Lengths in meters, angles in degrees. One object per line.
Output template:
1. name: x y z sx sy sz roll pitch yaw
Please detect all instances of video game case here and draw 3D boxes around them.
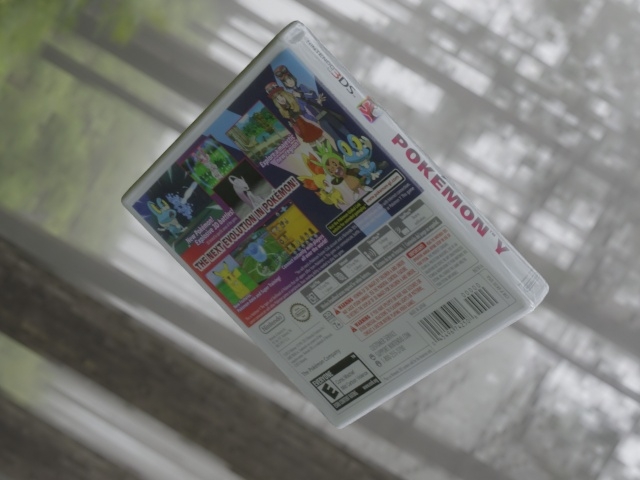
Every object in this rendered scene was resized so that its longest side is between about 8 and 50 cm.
1. video game case: 0.000 0.000 0.955 0.023 0.183 0.201 -46 -175 -37
